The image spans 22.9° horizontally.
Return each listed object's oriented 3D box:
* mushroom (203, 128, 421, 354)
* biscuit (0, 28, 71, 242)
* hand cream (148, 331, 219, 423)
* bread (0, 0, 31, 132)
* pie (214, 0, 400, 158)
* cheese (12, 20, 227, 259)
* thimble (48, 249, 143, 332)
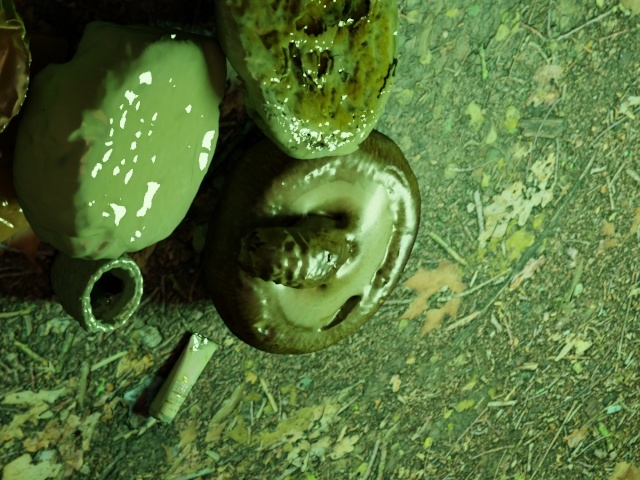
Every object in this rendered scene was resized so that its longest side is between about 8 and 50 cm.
[{"bbox_3d":[-0.012,-0.013,2.210,0.345,0.239,0.345,-23,151,-14],"label":"mushroom"},{"bbox_3d":[-0.383,-0.112,1.940,0.284,0.043,0.306,5,115,-41],"label":"biscuit"},{"bbox_3d":[-0.201,0.204,2.319,0.061,0.039,0.143,29,94,-44],"label":"hand cream"},{"bbox_3d":[-0.432,-0.198,1.746,0.240,0.139,0.240,-5,105,-20],"label":"bread"},{"bbox_3d":[-0.010,-0.268,2.027,0.339,0.077,0.339,4,84,-44],"label":"pie"},{"bbox_3d":[-0.235,-0.133,1.913,0.326,0.115,0.318,-60,155,-23],"label":"cheese"},{"bbox_3d":[-0.298,0.054,2.095,0.102,0.090,0.115,8,112,-46],"label":"thimble"}]
